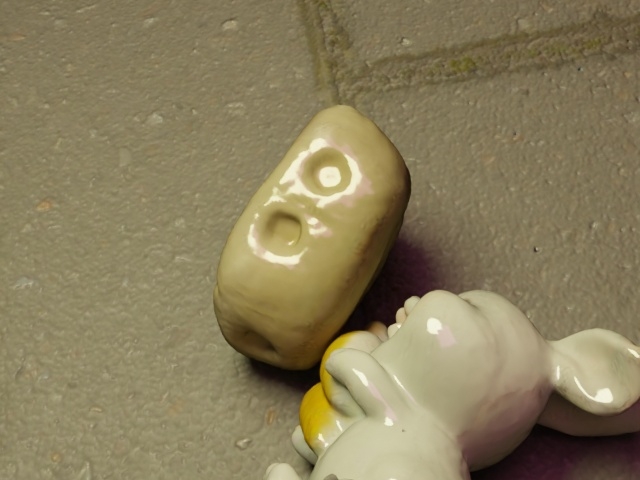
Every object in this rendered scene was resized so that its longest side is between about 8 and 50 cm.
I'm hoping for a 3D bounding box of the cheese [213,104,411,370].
[{"bbox_3d":[0.000,0.000,1.070,0.117,0.235,0.218,29,20,7],"label":"cheese"}]

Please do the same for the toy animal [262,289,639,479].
[{"bbox_3d":[0.097,0.149,0.950,0.247,0.182,0.310,29,55,20],"label":"toy animal"}]
